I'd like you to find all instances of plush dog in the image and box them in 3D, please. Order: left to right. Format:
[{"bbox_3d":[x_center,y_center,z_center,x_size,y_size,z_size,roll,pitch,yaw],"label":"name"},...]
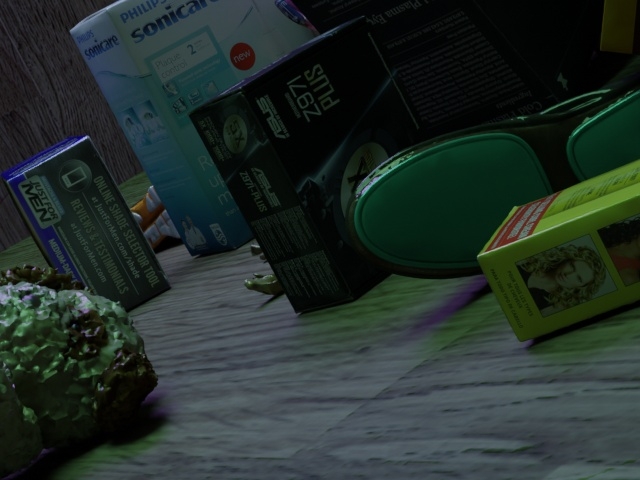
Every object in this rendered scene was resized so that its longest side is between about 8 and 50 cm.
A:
[{"bbox_3d":[-0.234,0.107,1.217,0.225,0.210,0.262,-17,32,-24],"label":"plush dog"}]

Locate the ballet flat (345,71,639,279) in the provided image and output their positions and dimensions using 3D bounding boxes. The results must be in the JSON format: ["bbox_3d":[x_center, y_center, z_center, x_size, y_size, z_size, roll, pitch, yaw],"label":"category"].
[{"bbox_3d":[0.148,-0.040,1.088,0.281,0.095,0.096,-18,-2,-6],"label":"ballet flat"}]

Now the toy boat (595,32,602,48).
[{"bbox_3d":[0.326,-0.309,1.856,0.151,0.151,0.231,-26,9,8],"label":"toy boat"}]

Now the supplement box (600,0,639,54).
[{"bbox_3d":[0.299,-0.196,1.096,0.194,0.129,0.191,8,21,16],"label":"supplement box"}]

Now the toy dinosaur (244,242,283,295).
[{"bbox_3d":[0.000,0.000,1.455,0.183,0.053,0.093,-40,28,-23],"label":"toy dinosaur"}]

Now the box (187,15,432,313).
[{"bbox_3d":[0.008,-0.060,1.284,0.147,0.180,0.077,-34,11,-37],"label":"box"}]

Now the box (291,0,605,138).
[{"bbox_3d":[0.134,-0.314,1.639,0.179,0.312,0.343,-21,32,44],"label":"box"}]

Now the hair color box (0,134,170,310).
[{"bbox_3d":[-0.276,-0.016,1.895,0.110,0.185,0.339,-30,8,-10],"label":"hair color box"}]

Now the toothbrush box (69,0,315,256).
[{"bbox_3d":[-0.107,-0.162,1.858,0.216,0.295,0.126,-31,9,-27],"label":"toothbrush box"}]

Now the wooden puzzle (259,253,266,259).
[{"bbox_3d":[-0.017,-0.006,1.604,0.116,0.014,0.078,-20,11,44],"label":"wooden puzzle"}]

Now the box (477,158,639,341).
[{"bbox_3d":[0.202,-0.021,0.869,0.232,0.058,0.087,-23,11,29],"label":"box"}]

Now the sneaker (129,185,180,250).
[{"bbox_3d":[-0.178,-0.042,2.095,0.083,0.084,0.215,-29,6,-42],"label":"sneaker"}]

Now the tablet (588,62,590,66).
[{"bbox_3d":[0.251,-0.174,1.785,0.083,0.006,0.054,-26,9,12],"label":"tablet"}]

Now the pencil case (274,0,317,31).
[{"bbox_3d":[0.088,-0.271,1.901,0.160,0.167,0.386,15,0,27],"label":"pencil case"}]
